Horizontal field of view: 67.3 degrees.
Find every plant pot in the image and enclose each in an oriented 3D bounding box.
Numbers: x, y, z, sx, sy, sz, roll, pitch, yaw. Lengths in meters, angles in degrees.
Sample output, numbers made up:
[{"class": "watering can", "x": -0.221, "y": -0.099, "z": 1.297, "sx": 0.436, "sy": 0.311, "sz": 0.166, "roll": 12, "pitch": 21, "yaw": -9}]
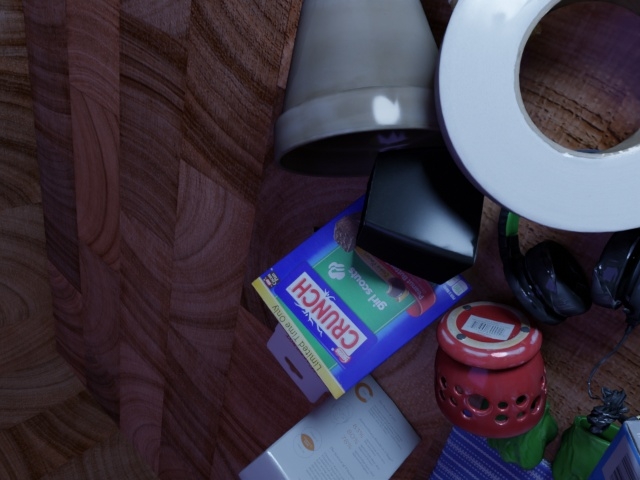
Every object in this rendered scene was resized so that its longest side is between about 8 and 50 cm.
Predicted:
[{"class": "plant pot", "x": 0.294, "y": 0.210, "z": 0.839, "sx": 0.191, "sy": 0.191, "sz": 0.174, "roll": 13, "pitch": 122, "yaw": 38}, {"class": "plant pot", "x": 0.154, "y": -0.048, "z": 0.785, "sx": 0.166, "sy": 0.188, "sz": 0.188, "roll": 12, "pitch": 76, "yaw": 1}, {"class": "plant pot", "x": 0.075, "y": -0.273, "z": 0.810, "sx": 0.323, "sy": 0.323, "sz": 0.280, "roll": -8, "pitch": 84, "yaw": 43}]

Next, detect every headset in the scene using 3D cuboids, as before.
[{"class": "headset", "x": 0.391, "y": 0.063, "z": 0.711, "sx": 0.243, "sy": 0.185, "sz": 0.394, "roll": -13, "pitch": 86, "yaw": 44}]

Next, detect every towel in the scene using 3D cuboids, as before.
[{"class": "towel", "x": 0.364, "y": 0.542, "z": 1.037, "sx": 0.243, "sy": 0.040, "sz": 0.336, "roll": 31, "pitch": 123, "yaw": 31}]

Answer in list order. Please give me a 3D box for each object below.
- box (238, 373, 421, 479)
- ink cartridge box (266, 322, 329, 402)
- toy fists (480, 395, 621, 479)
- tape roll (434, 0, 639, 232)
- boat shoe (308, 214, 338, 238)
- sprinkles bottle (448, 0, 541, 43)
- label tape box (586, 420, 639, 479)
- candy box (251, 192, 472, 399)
[{"class": "box", "x": 0.029, "y": 0.488, "z": 1.089, "sx": 0.215, "sy": 0.345, "sz": 0.168, "roll": 50, "pitch": 133, "yaw": 15}, {"class": "ink cartridge box", "x": 0.029, "y": 0.208, "z": 1.135, "sx": 0.207, "sy": 0.119, "sz": 0.353, "roll": 48, "pitch": 131, "yaw": 16}, {"class": "toy fists", "x": 0.423, "y": 0.366, "z": 0.869, "sx": 0.279, "sy": 0.096, "sz": 0.142, "roll": 19, "pitch": 110, "yaw": 37}, {"class": "tape roll", "x": 0.340, "y": -0.203, "z": 0.595, "sx": 0.392, "sy": 0.072, "sz": 0.392, "roll": 1, "pitch": 99, "yaw": 7}, {"class": "boat shoe", "x": 0.000, "y": 0.000, "z": 1.127, "sx": 0.190, "sy": 0.068, "sz": 0.072, "roll": -33, "pitch": 71, "yaw": 34}, {"class": "sprinkles bottle", "x": 0.224, "y": -0.456, "z": 0.698, "sx": 0.121, "sy": 0.121, "sz": 0.355, "roll": -7, "pitch": 102, "yaw": 43}, {"class": "label tape box", "x": 0.563, "y": 0.339, "z": 0.647, "sx": 0.333, "sy": 0.106, "sz": 0.241, "roll": -4, "pitch": 132, "yaw": 4}, {"class": "candy box", "x": 0.073, "y": 0.094, "z": 0.924, "sx": 0.268, "sy": 0.317, "sz": 0.122, "roll": 51, "pitch": 177, "yaw": 14}]
